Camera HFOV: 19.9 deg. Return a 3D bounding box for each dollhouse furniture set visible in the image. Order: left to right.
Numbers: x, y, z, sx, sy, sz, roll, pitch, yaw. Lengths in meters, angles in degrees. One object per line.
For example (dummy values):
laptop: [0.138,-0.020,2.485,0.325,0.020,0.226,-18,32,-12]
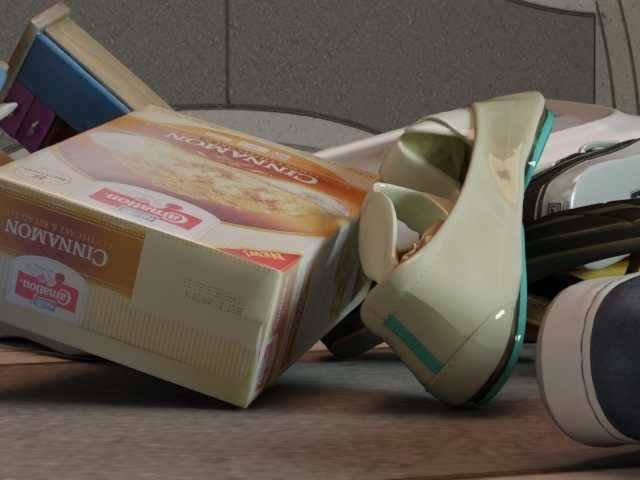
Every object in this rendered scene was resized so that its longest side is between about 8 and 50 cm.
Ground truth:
dollhouse furniture set: [-0.276,-0.005,1.515,0.303,0.198,0.286,-41,-10,-48]

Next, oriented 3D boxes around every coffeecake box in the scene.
coffeecake box: [-0.061,0.000,0.862,0.142,0.068,0.185,18,19,13]

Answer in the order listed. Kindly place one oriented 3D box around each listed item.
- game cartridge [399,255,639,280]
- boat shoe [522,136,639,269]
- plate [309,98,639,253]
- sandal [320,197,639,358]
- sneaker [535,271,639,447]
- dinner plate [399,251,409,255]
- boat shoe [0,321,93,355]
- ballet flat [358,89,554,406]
game cartridge: [0.213,0.030,1.177,0.323,0.053,0.285,-3,3,-4]
boat shoe: [0.176,-0.028,1.080,0.070,0.078,0.219,2,7,40]
plate: [0.090,-0.051,1.269,0.278,0.045,0.277,-16,10,-13]
sandal: [0.105,0.028,0.941,0.219,0.060,0.090,-21,7,12]
sneaker: [0.208,0.027,0.657,0.163,0.086,0.226,-10,3,44]
dinner plate: [0.102,-0.001,1.218,0.141,0.017,0.141,-4,3,0]
boat shoe: [-0.145,0.012,1.059,0.088,0.096,0.267,3,2,-33]
ballet flat: [0.061,-0.017,0.853,0.086,0.086,0.248,0,27,9]
